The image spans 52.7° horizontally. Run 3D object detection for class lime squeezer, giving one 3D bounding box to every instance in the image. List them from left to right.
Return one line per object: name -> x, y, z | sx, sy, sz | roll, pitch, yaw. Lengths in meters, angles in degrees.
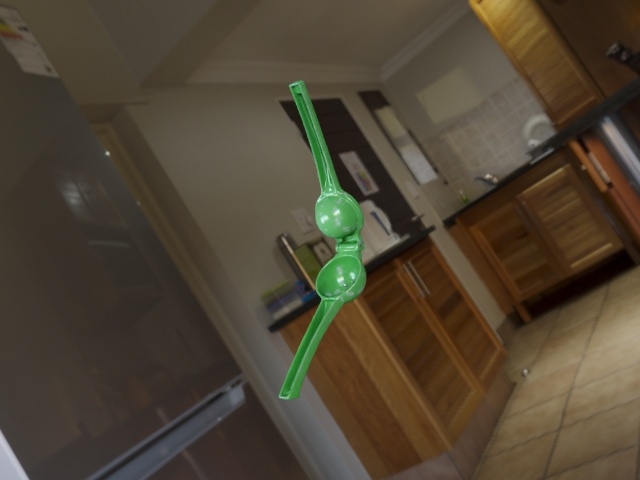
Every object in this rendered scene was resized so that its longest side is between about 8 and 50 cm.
lime squeezer -> 0.000, 0.000, 0.668 | 0.109, 0.311, 0.059 | 6, -8, -35
